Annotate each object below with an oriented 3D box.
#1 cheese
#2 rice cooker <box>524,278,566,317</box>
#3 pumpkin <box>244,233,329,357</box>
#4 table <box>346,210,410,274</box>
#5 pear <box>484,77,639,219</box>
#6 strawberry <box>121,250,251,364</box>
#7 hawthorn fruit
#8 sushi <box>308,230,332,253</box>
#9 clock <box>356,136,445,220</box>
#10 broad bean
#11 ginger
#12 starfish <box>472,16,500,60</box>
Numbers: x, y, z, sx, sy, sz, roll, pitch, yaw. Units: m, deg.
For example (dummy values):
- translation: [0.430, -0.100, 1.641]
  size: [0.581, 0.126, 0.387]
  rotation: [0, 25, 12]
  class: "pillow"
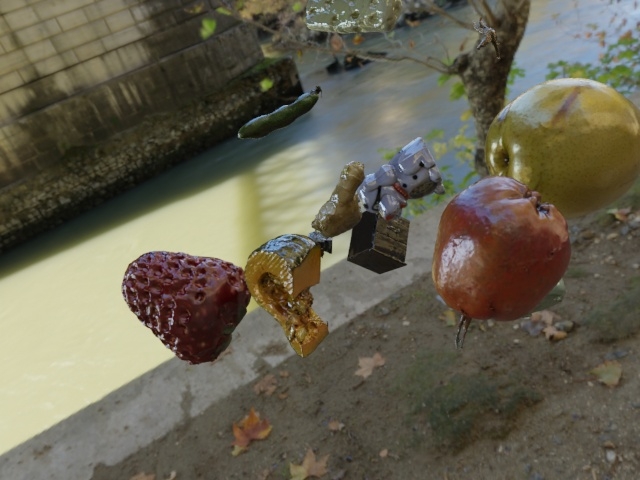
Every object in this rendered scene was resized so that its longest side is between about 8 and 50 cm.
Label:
- translation: [0.050, -0.382, 0.821]
  size: [0.194, 0.065, 0.043]
  rotation: [23, 8, 40]
  class: "cheese"
- translation: [0.620, 0.102, 1.521]
  size: [0.226, 0.226, 0.244]
  rotation: [-13, 65, 14]
  class: "rice cooker"
- translation: [-0.052, 0.117, 1.202]
  size: [0.190, 0.280, 0.139]
  rotation: [-46, -10, 37]
  class: "pumpkin"
- translation: [0.227, -0.003, 1.875]
  size: [0.172, 0.169, 0.193]
  rotation: [-27, 45, 54]
  class: "table"
- translation: [0.511, -0.192, 1.039]
  size: [0.314, 0.314, 0.314]
  rotation: [-16, 30, 9]
  class: "pear"
- translation: [-0.391, 0.166, 1.395]
  size: [0.317, 0.345, 0.295]
  rotation: [-52, 24, 23]
  class: "strawberry"
- translation: [0.279, 0.046, 0.815]
  size: [0.211, 0.299, 0.211]
  rotation: [21, 13, -5]
  class: "hawthorn fruit"
- translation: [0.000, 0.000, 1.684]
  size: [0.083, 0.056, 0.085]
  rotation: [0, 32, 2]
  class: "sushi"
- translation: [0.219, -0.165, 1.432]
  size: [0.254, 0.189, 0.189]
  rotation: [-30, 29, 7]
  class: "clock"
- translation: [-0.105, -0.324, 1.284]
  size: [0.254, 0.065, 0.046]
  rotation: [-29, 62, 0]
  class: "broad bean"
- translation: [0.053, -0.072, 0.958]
  size: [0.165, 0.096, 0.067]
  rotation: [-58, 39, 19]
  class: "ginger"
- translation: [0.472, -0.566, 1.373]
  size: [0.041, 0.133, 0.130]
  rotation: [-41, 7, 47]
  class: "starfish"
